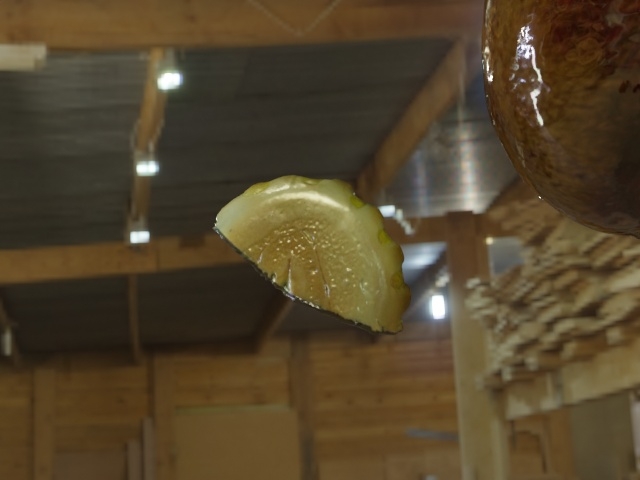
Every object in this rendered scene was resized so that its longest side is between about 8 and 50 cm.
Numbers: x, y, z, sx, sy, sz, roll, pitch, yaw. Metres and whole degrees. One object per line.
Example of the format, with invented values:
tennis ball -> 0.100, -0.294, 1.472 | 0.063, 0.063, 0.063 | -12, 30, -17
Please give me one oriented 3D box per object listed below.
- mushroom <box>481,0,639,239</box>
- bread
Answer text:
mushroom -> 0.266, -0.153, 0.965 | 0.260, 0.345, 0.345 | 5, -10, 17
bread -> 0.000, 0.000, 0.933 | 0.157, 0.094, 0.083 | 18, 13, 14
